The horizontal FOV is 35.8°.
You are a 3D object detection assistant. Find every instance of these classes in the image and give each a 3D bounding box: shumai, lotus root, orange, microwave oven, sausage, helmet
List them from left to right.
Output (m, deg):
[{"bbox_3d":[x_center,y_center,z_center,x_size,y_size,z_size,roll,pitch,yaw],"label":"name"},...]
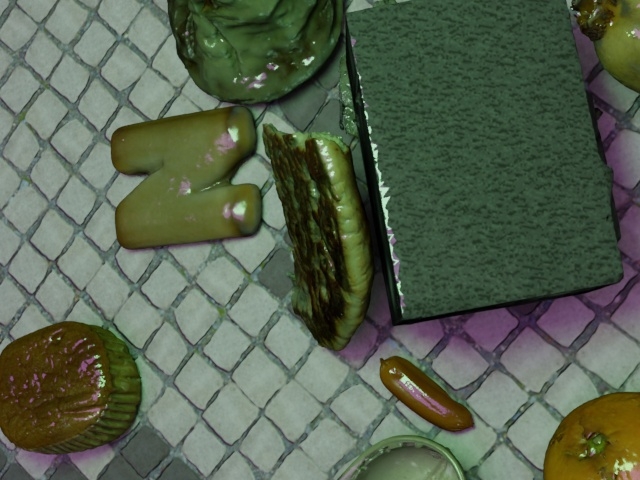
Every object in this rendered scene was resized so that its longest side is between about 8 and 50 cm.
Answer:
[{"bbox_3d":[-0.158,-0.437,1.611,0.324,0.323,0.397,-10,82,19],"label":"shumai"},{"bbox_3d":[0.137,0.417,1.532,0.257,0.137,0.204,-38,63,17],"label":"helmet"},{"bbox_3d":[0.162,0.248,1.581,0.183,0.054,0.062,40,129,17],"label":"sausage"},{"bbox_3d":[0.229,-0.116,1.437,0.374,0.236,0.432,-10,83,-1],"label":"microwave oven"},{"bbox_3d":[0.434,0.332,1.377,0.246,0.246,0.246,-2,86,21],"label":"orange"},{"bbox_3d":[0.493,-0.272,1.376,0.342,0.151,0.169,11,70,-12],"label":"lotus root"}]

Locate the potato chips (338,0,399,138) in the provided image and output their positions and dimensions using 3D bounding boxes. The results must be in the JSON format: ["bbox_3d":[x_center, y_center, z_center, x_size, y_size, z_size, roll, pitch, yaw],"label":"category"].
[{"bbox_3d":[0.094,-0.282,1.642,0.167,0.059,0.228,35,104,26],"label":"potato chips"}]

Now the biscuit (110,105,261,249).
[{"bbox_3d":[-0.245,-0.110,1.761,0.290,0.062,0.237,-5,85,22],"label":"biscuit"}]

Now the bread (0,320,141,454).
[{"bbox_3d":[-0.457,0.266,1.778,0.253,0.142,0.227,-14,74,22],"label":"bread"}]

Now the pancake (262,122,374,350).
[{"bbox_3d":[0.002,0.002,1.516,0.067,0.305,0.427,-19,122,-17],"label":"pancake"}]
